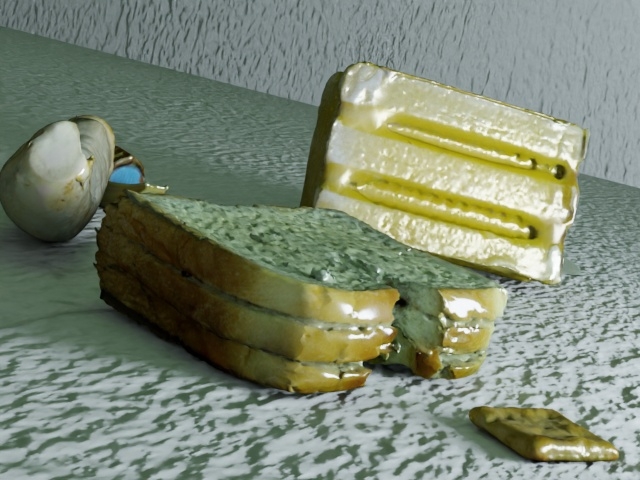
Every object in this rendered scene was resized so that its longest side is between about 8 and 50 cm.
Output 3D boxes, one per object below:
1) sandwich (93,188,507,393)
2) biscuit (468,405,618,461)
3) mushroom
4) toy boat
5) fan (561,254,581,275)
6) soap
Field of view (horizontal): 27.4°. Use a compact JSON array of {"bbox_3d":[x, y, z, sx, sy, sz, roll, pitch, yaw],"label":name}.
[{"bbox_3d":[-0.010,0.042,1.064,0.273,0.095,0.249,3,17,-47],"label":"sandwich"},{"bbox_3d":[0.160,0.139,0.945,0.083,0.018,0.081,7,11,-30],"label":"biscuit"},{"bbox_3d":[-0.255,-0.066,1.288,0.095,0.122,0.351,25,2,-9],"label":"mushroom"},{"bbox_3d":[-0.227,-0.070,1.496,0.065,0.066,0.172,9,11,-35],"label":"toy boat"},{"bbox_3d":[0.218,-0.017,1.794,0.182,0.010,0.310,6,20,-41],"label":"fan"},{"bbox_3d":[0.142,-0.073,1.517,0.315,0.199,0.091,13,-7,-16],"label":"soap"}]
